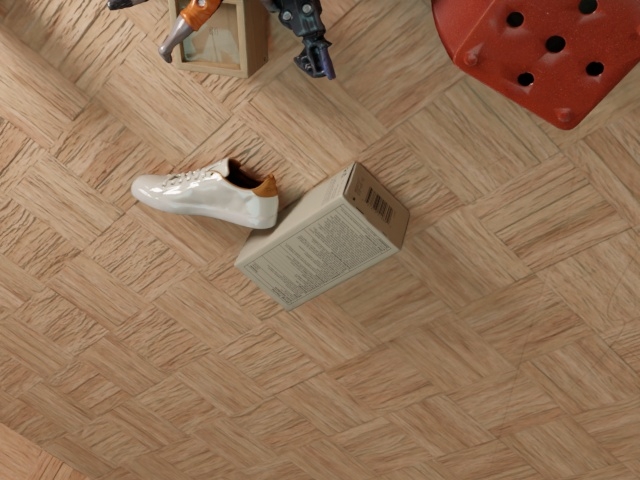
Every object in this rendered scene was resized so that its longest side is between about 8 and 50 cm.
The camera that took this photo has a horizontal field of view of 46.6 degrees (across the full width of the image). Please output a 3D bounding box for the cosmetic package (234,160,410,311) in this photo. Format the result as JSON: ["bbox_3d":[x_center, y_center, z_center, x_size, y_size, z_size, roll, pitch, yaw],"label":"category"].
[{"bbox_3d":[0.000,0.000,1.413,0.160,0.113,0.309,43,132,-21],"label":"cosmetic package"}]

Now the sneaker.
[{"bbox_3d":[-0.217,-0.112,1.410,0.290,0.106,0.123,10,117,7],"label":"sneaker"}]

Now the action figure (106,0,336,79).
[{"bbox_3d":[-0.099,-0.351,0.990,0.330,0.178,0.341,-23,101,13],"label":"action figure"}]

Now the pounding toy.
[{"bbox_3d":[-0.181,-0.373,1.147,0.181,0.094,0.206,11,125,16],"label":"pounding toy"}]

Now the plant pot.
[{"bbox_3d":[0.301,-0.302,0.936,0.267,0.235,0.267,29,134,-8],"label":"plant pot"}]
